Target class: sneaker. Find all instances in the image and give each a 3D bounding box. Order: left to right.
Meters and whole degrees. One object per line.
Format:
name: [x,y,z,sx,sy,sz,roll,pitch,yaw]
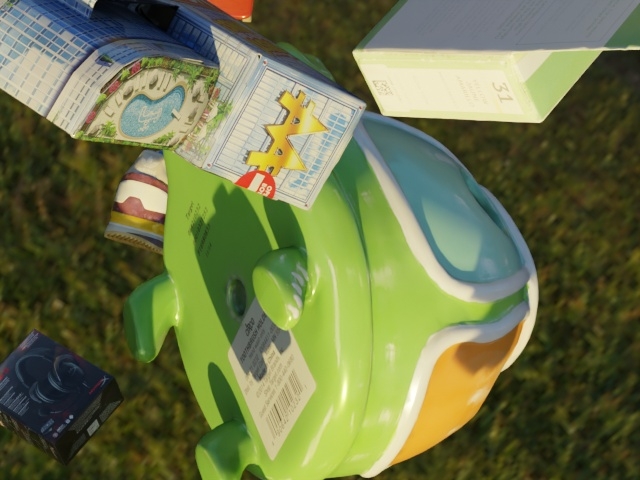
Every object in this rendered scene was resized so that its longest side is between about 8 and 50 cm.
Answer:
sneaker: [-0.126,-0.030,1.458,0.070,0.185,0.083,18,89,4]

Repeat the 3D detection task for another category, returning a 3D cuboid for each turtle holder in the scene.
turtle holder: [0.001,0.020,1.203,0.227,0.243,0.320,-5,24,-29]

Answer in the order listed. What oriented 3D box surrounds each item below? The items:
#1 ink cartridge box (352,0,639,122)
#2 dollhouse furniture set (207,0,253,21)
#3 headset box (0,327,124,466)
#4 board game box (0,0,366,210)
ink cartridge box: [0.154,-0.135,0.966,0.171,0.235,0.056,-48,127,-30]
dollhouse furniture set: [-0.196,-0.283,1.864,0.259,0.135,0.262,4,84,7]
headset box: [-0.183,0.102,1.169,0.083,0.032,0.062,29,63,27]
board game box: [-0.086,-0.087,0.769,0.194,0.060,0.194,32,10,17]
